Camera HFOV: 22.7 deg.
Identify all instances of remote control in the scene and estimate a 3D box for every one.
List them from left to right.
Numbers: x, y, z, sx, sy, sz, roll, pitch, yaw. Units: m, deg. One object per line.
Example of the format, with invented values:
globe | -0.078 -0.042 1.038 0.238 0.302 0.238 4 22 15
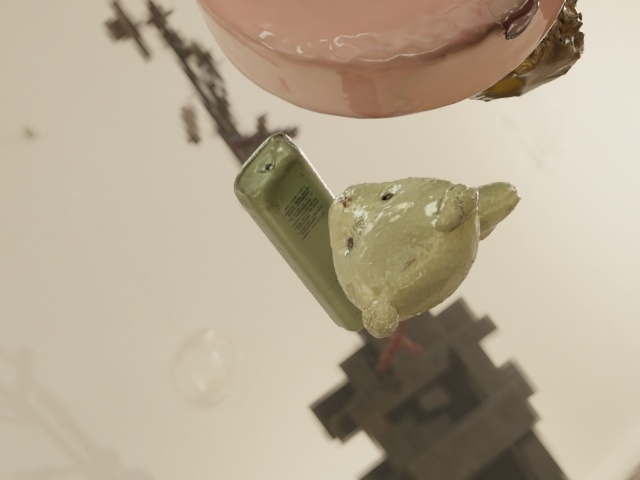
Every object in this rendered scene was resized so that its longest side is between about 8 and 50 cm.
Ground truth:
remote control | 0.000 -0.001 1.728 0.090 0.038 0.309 -51 -40 -11

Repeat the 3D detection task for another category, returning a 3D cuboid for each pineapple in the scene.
pineapple | 0.162 -0.330 1.661 0.165 0.364 0.165 -16 -12 -3

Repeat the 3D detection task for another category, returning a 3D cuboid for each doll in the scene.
doll | 0.095 -0.011 1.594 0.175 0.149 0.278 -60 -11 12

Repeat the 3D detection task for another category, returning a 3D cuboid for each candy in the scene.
candy | 0.038 -0.188 0.950 0.255 0.255 0.094 -37 -23 -6
